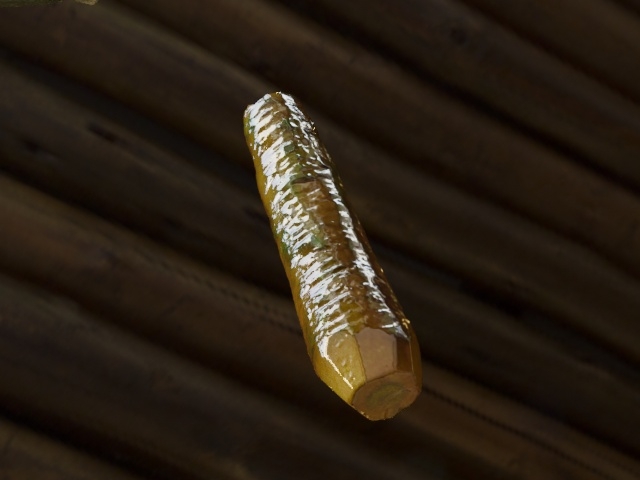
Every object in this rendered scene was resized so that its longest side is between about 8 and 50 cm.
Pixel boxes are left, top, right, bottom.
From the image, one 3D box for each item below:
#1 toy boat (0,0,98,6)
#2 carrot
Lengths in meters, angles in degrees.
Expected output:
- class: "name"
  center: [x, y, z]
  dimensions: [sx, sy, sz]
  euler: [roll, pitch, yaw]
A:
- class: "toy boat"
  center: [-0.107, -0.048, 0.276]
  dimensions: [0.085, 0.078, 0.260]
  euler: [43, -114, 7]
- class: "carrot"
  center: [0.000, 0.000, 0.605]
  dimensions: [0.042, 0.042, 0.171]
  euler: [-2, -136, -20]
